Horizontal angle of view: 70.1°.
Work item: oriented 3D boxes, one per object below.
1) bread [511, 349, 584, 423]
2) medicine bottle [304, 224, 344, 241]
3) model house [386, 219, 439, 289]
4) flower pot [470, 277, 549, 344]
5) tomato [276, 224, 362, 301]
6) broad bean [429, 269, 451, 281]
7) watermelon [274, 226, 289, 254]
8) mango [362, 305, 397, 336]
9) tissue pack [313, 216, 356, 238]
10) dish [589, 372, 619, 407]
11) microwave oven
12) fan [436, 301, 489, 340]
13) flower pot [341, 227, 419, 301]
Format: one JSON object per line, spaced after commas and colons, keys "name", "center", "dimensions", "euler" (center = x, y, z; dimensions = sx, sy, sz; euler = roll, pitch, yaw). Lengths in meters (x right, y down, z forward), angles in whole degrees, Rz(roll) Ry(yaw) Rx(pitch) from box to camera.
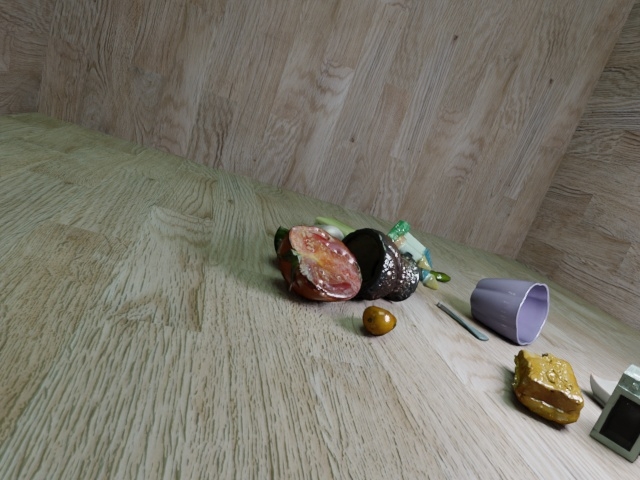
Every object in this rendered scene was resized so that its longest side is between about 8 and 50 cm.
{"name": "bread", "center": [0.681, 0.426, 1.398], "dimensions": [0.185, 0.109, 0.380], "euler": [20, 11, 21]}
{"name": "medicine bottle", "center": [0.000, 0.000, 1.886], "dimensions": [0.130, 0.131, 0.341], "euler": [15, -2, -17]}
{"name": "model house", "center": [0.368, 0.121, 1.946], "dimensions": [0.325, 0.267, 0.194], "euler": [40, 38, 5]}
{"name": "flower pot", "center": [0.772, 0.267, 1.887], "dimensions": [0.264, 0.265, 0.243], "euler": [9, 7, -38]}
{"name": "tomato", "center": [-0.022, 0.103, 1.559], "dimensions": [0.308, 0.170, 0.309], "euler": [25, 44, -27]}
{"name": "broad bean", "center": [0.575, 0.179, 2.354], "dimensions": [0.254, 0.047, 0.065], "euler": [11, 23, -28]}
{"name": "watermelon", "center": [-0.096, 0.043, 1.733], "dimensions": [0.204, 0.127, 0.232], "euler": [42, -9, -26]}
{"name": "mango", "center": [0.183, 0.254, 1.432], "dimensions": [0.105, 0.084, 0.159], "euler": [27, -7, 25]}
{"name": "tissue pack", "center": [0.087, -0.024, 2.292], "dimensions": [0.159, 0.125, 0.234], "euler": [6, 19, -46]}
{"name": "dish", "center": [0.976, 0.528, 1.467], "dimensions": [0.151, 0.077, 0.212], "euler": [19, 13, -11]}
{"name": "microwave oven", "center": [0.859, 0.469, 1.250], "dimensions": [0.162, 0.208, 0.122], "euler": [4, 20, -47]}
{"name": "fan", "center": [0.564, 0.322, 1.830], "dimensions": [0.057, 0.023, 0.282], "euler": [11, 17, -28]}
{"name": "flower pot", "center": [0.220, 0.113, 1.712], "dimensions": [0.267, 0.267, 0.266], "euler": [23, 8, -40]}
